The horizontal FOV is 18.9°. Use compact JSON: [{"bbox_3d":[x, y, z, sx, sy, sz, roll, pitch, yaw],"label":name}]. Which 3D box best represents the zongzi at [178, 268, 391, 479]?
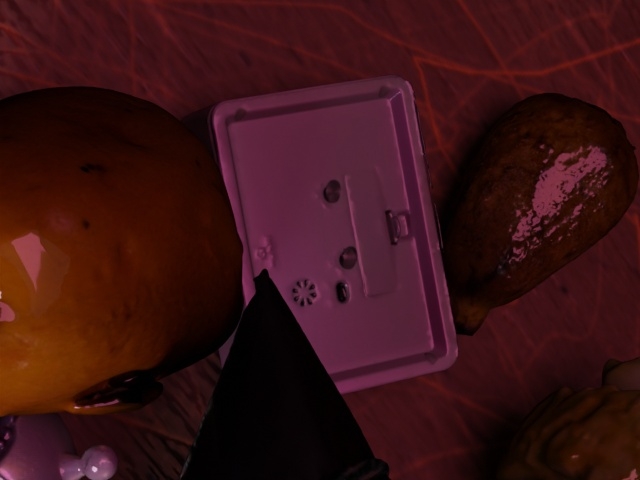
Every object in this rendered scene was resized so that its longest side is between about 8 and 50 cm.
[{"bbox_3d":[0.014,0.222,1.075,0.319,0.383,0.362,-1,109,-68],"label":"zongzi"}]

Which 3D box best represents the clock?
[{"bbox_3d":[0.000,0.000,1.248,0.150,0.063,0.197,-12,92,-26],"label":"clock"}]

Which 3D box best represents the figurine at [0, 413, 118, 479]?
[{"bbox_3d":[-0.265,0.137,1.083,0.274,0.133,0.193,18,67,-10],"label":"figurine"}]

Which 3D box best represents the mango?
[{"bbox_3d":[-0.148,0.003,1.092,0.201,0.287,0.152,21,109,10],"label":"mango"}]

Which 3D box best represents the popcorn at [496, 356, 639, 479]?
[{"bbox_3d":[0.222,0.191,1.274,0.184,0.204,0.221,-44,120,-21],"label":"popcorn"}]

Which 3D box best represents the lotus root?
[{"bbox_3d":[0.138,-0.016,1.303,0.108,0.094,0.190,34,75,16],"label":"lotus root"}]
